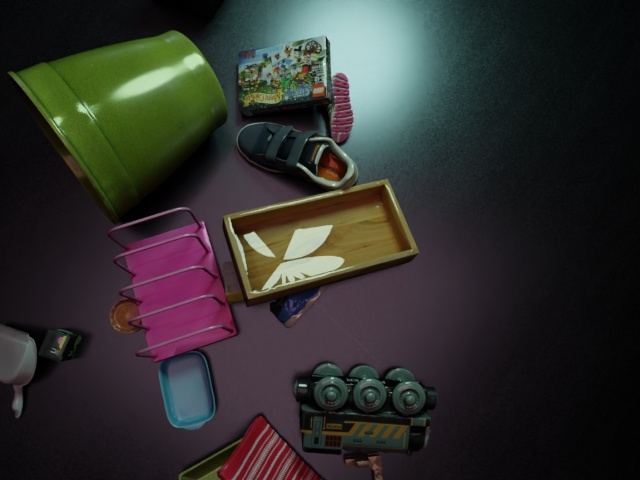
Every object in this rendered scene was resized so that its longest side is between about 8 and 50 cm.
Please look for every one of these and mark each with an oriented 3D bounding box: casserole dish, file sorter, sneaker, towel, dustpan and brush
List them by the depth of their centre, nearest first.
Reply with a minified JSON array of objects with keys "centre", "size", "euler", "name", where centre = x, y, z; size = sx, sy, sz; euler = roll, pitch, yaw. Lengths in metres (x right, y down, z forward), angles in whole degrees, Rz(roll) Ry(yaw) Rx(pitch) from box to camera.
[{"centre":[-0.084,0.537,1.175],"size":[0.275,0.199,0.031],"euler":[45,118,2],"name":"towel"},{"centre":[-0.333,0.097,1.194],"size":[0.202,0.182,0.290],"euler":[-18,77,-6],"name":"file sorter"},{"centre":[-0.692,0.301,1.214],"size":[0.147,0.060,0.211],"euler":[8,87,30],"name":"dustpan and brush"},{"centre":[-0.310,0.345,1.253],"size":[0.114,0.037,0.188],"euler":[-13,84,-6],"name":"casserole dish"},{"centre":[-0.057,0.129,1.288],"size":[0.084,0.058,0.152],"euler":[44,88,-6],"name":"sneaker"},{"centre":[-0.054,-0.214,1.303],"size":[0.321,0.127,0.126],"euler":[20,83,0],"name":"sneaker"},{"centre":[0.040,-0.336,1.359],"size":[0.063,0.075,0.170],"euler":[-10,106,-23],"name":"sneaker"}]

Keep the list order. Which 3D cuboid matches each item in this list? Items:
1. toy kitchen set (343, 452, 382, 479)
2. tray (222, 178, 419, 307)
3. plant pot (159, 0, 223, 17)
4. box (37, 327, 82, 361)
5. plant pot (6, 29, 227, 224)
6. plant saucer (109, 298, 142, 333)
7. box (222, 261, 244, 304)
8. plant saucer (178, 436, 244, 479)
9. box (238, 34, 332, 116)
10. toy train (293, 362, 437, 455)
[{"centre":[0.102,0.539,1.239],"size":[0.083,0.068,0.075],"euler":[-4,83,-4],"name":"toy kitchen set"},{"centre":[0.000,0.000,1.246],"size":[0.411,0.076,0.202],"euler":[-14,70,-16],"name":"tray"},{"centre":[-0.305,-0.670,1.326],"size":[0.167,0.188,0.187],"euler":[31,81,-13],"name":"plant pot"},{"centre":[-0.593,0.238,1.224],"size":[0.052,0.083,0.062],"euler":[20,81,-1],"name":"box"},{"centre":[-0.415,-0.285,1.198],"size":[0.353,0.366,0.366],"euler":[-37,86,-19],"name":"plant pot"},{"centre":[-0.458,0.179,1.277],"size":[0.084,0.013,0.083],"euler":[1,82,-4],"name":"plant saucer"},{"centre":[-0.137,0.085,1.273],"size":[0.179,0.043,0.105],"euler":[-12,47,-3],"name":"box"},{"centre":[-0.197,0.571,1.206],"size":[0.188,0.045,0.188],"euler":[-28,66,-7],"name":"plant saucer"},{"centre":[-0.089,-0.402,1.322],"size":[0.233,0.044,0.159],"euler":[-5,81,18],"name":"box"},{"centre":[0.100,0.394,1.233],"size":[0.334,0.142,0.190],"euler":[5,94,-5],"name":"toy train"}]
